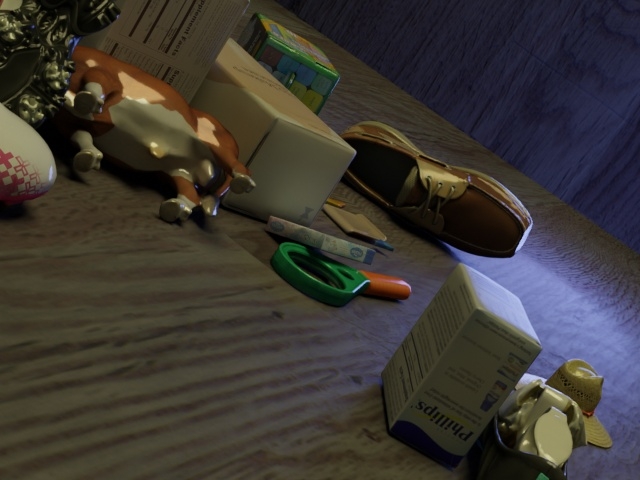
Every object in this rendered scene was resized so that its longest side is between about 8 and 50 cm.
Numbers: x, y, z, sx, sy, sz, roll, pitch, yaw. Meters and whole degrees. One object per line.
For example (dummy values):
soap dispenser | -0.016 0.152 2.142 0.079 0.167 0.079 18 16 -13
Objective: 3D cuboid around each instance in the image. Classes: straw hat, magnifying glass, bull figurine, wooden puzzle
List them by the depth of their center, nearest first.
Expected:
bull figurine | -0.206 -0.122 1.285 0.310 0.101 0.188 23 21 -27
magnifying glass | 0.029 0.044 1.398 0.092 0.026 0.231 41 18 32
straw hat | 0.293 0.171 1.462 0.144 0.061 0.144 30 14 -8
wooden puzzle | 0.043 -0.021 1.665 0.078 0.014 0.116 16 21 -37

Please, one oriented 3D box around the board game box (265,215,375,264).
board game box | 0.000 0.000 1.427 0.090 0.020 0.090 19 0 43

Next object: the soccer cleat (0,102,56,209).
soccer cleat | -0.321 -0.127 0.950 0.331 0.143 0.116 21 19 -40

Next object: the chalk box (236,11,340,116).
chalk box | -0.063 -0.236 1.916 0.132 0.132 0.213 28 16 -20

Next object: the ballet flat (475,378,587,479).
ballet flat | 0.189 0.184 1.116 0.095 0.096 0.280 32 14 0

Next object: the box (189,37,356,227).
box | -0.111 -0.151 1.536 0.148 0.121 0.311 19 19 -46

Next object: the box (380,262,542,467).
box | 0.122 0.109 1.135 0.072 0.137 0.126 32 14 -9

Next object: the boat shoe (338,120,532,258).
boat shoe | 0.150 -0.068 1.875 0.324 0.123 0.120 29 17 18

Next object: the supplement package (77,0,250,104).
supplement package | -0.240 -0.272 1.492 0.145 0.204 0.262 20 18 -43

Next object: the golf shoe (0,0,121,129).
golf shoe | -0.278 -0.172 1.159 0.120 0.273 0.105 -10 -53 45
